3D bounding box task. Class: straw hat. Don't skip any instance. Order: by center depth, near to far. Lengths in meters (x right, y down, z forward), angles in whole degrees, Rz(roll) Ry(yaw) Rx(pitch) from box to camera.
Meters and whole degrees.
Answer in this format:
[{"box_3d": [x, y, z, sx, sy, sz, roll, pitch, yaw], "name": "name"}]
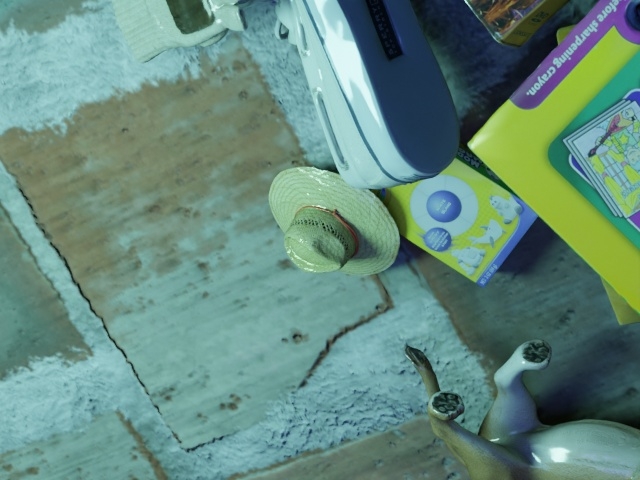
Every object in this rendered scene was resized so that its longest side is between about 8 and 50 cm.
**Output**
[{"box_3d": [0.000, 0.000, 1.658, 0.144, 0.061, 0.144, 18, 137, 18], "name": "straw hat"}]

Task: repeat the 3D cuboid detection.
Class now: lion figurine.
[{"box_3d": [0.269, 0.225, 1.698, 0.392, 0.142, 0.240, 19, 147, 19], "name": "lion figurine"}]

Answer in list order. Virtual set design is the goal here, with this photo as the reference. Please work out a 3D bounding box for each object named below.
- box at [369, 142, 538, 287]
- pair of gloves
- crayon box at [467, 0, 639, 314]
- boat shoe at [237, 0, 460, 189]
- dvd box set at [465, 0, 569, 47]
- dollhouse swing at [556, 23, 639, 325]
[{"box_3d": [0.115, -0.045, 1.648, 0.179, 0.043, 0.105, 33, 118, -2], "name": "box"}, {"box_3d": [-0.156, -0.285, 1.533, 0.204, 0.042, 0.240, -6, 106, 49], "name": "pair of gloves"}, {"box_3d": [0.353, -0.101, 1.330, 0.313, 0.106, 0.363, 44, 115, 4], "name": "crayon box"}, {"box_3d": [0.001, -0.218, 1.546, 0.156, 0.136, 0.367, -16, 97, 47], "name": "boat shoe"}, {"box_3d": [0.216, -0.407, 1.367, 0.420, 0.062, 0.307, -40, 77, 21], "name": "dvd box set"}, {"box_3d": [0.438, -0.054, 1.565, 0.347, 0.305, 0.315, -12, 70, 18], "name": "dollhouse swing"}]
